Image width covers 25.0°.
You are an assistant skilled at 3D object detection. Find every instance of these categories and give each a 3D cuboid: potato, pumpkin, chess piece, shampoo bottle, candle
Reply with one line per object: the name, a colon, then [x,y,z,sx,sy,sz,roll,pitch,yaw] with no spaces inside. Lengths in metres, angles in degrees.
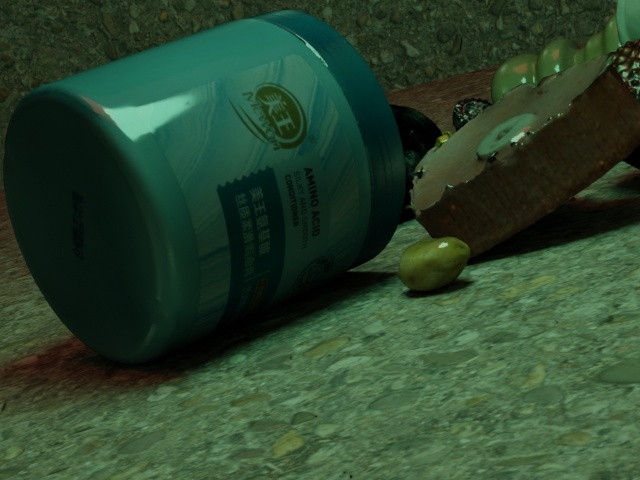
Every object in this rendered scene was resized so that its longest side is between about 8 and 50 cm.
potato: [0.124,0.023,1.572,0.083,0.062,0.068,-44,15,47]
pumpkin: [0.066,-0.108,2.050,0.233,0.163,0.233,-13,13,3]
chess piece: [0.452,-0.293,2.508,0.330,0.182,0.182,-14,9,31]
shampoo bottle: [-0.138,-0.065,1.653,0.343,0.331,0.331,-24,14,-36]
candle: [0.233,-0.079,1.709,0.287,0.131,0.317,-42,10,-31]

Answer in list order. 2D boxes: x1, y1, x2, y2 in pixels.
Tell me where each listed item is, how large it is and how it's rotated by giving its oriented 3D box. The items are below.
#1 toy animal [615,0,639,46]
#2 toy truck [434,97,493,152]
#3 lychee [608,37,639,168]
toy animal: [0.495,-0.245,1.965,0.174,0.289,0.249,-25,-6,-37]
toy truck: [0.284,-0.129,1.977,0.286,0.136,0.111,-14,48,-16]
lychee: [0.421,-0.169,1.806,0.188,0.188,0.188,-14,11,3]
